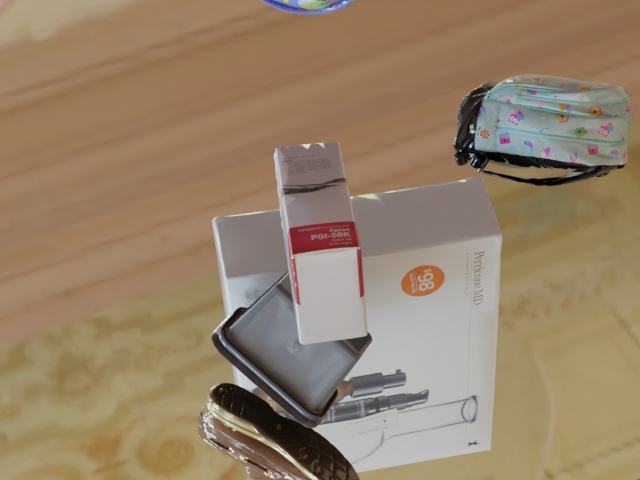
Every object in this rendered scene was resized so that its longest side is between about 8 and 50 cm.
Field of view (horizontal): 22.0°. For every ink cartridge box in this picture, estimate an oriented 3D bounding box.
[{"bbox_3d":[0.000,0.000,1.317,0.056,0.099,0.135,-7,-138,-2],"label":"ink cartridge box"}]

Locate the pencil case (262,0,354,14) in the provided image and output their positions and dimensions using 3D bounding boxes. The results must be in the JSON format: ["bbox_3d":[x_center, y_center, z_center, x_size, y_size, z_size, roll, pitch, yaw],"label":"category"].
[{"bbox_3d":[-0.005,-0.346,1.397,0.119,0.133,0.306,-4,-108,30],"label":"pencil case"}]

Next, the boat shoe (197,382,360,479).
[{"bbox_3d":[-0.041,0.209,1.602,0.178,0.060,0.064,32,-153,10],"label":"boat shoe"}]

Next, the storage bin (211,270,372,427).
[{"bbox_3d":[-0.018,0.095,1.587,0.135,0.091,0.098,42,-154,0],"label":"storage bin"}]

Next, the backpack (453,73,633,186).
[{"bbox_3d":[0.255,-0.128,1.838,0.182,0.115,0.152,9,-161,27],"label":"backpack"}]

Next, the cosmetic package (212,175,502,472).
[{"bbox_3d":[0.045,0.110,1.788,0.284,0.377,0.097,-11,-132,-6],"label":"cosmetic package"}]

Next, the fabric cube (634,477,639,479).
[{"bbox_3d":[0.333,0.281,1.224,0.259,0.258,0.254,-15,-100,-28],"label":"fabric cube"}]
